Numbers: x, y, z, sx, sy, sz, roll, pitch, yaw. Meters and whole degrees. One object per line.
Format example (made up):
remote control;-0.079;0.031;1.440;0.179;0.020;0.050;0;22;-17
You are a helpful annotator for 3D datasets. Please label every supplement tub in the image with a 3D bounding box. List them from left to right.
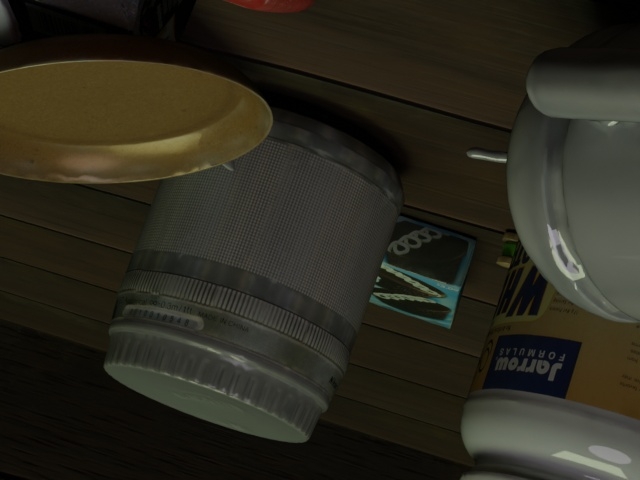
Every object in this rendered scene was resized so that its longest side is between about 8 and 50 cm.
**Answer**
supplement tub;0.245;0.101;1.405;0.228;0.316;0.228;18;165;5

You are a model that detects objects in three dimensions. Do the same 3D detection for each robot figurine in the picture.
robot figurine;0.261;-0.043;1.097;0.300;0.200;0.353;33;160;-37

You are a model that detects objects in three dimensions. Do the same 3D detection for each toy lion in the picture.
toy lion;0.228;0.022;1.718;0.100;0.034;0.096;4;166;45

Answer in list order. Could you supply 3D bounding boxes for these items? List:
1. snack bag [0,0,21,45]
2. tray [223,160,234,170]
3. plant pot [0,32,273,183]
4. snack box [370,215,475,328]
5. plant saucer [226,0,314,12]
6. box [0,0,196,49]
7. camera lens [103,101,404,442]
snack bag;-0.365;-0.244;1.075;0.323;0.037;0.342;0;137;20
tray;-0.159;-0.165;1.428;0.270;0.030;0.145;39;-164;-52
plant pot;-0.151;-0.091;1.194;0.236;0.032;0.236;-3;164;-1
snack box;0.000;0.000;1.864;0.322;0.060;0.187;18;165;6
plant saucer;-0.100;-0.238;0.928;0.258;0.048;0.259;18;139;-4
box;-0.215;-0.213;1.212;0.247;0.142;0.163;18;164;4
camera lens;-0.059;0.023;1.597;0.219;0.274;0.219;19;165;5
